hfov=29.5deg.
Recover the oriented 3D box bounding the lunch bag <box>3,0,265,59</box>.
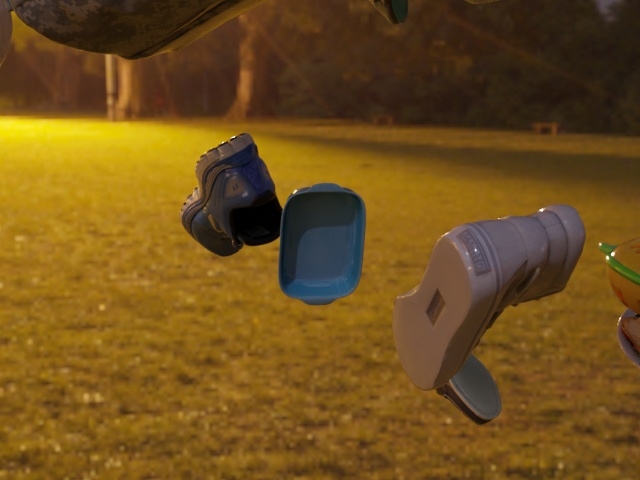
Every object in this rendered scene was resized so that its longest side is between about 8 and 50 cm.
[{"bbox_3d":[-0.193,-0.346,1.412,0.305,0.212,0.256,-21,4,33],"label":"lunch bag"}]

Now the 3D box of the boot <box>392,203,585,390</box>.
[{"bbox_3d":[0.148,0.053,1.065,0.123,0.095,0.258,-16,-20,-17],"label":"boot"}]

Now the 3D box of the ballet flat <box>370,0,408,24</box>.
[{"bbox_3d":[0.090,-0.422,1.906,0.079,0.076,0.221,9,-23,14],"label":"ballet flat"}]

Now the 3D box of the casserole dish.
[{"bbox_3d":[0.000,0.000,1.624,0.114,0.188,0.037,-1,30,-8],"label":"casserole dish"}]

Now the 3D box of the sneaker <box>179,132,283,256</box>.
[{"bbox_3d":[-0.138,-0.036,1.970,0.130,0.147,0.330,-28,-15,-18],"label":"sneaker"}]

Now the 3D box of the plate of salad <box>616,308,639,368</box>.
[{"bbox_3d":[0.512,0.126,1.678,0.200,0.048,0.199,-3,37,2],"label":"plate of salad"}]

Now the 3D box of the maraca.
[{"bbox_3d":[0.419,0.040,1.550,0.127,0.099,0.185,22,14,-7],"label":"maraca"}]

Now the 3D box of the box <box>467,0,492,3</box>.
[{"bbox_3d":[0.202,-0.385,1.492,0.181,0.119,0.182,17,-10,-39],"label":"box"}]

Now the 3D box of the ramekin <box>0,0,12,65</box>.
[{"bbox_3d":[-0.578,-0.294,1.667,0.277,0.277,0.135,0,35,9],"label":"ramekin"}]

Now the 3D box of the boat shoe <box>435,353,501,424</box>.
[{"bbox_3d":[0.207,0.209,1.947,0.081,0.068,0.227,-8,51,-36],"label":"boat shoe"}]
